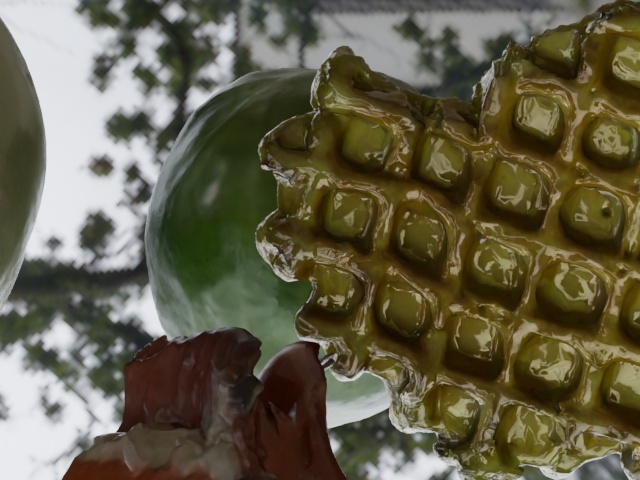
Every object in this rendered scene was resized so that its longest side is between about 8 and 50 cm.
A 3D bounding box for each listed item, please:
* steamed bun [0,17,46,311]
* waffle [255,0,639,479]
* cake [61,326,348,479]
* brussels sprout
[{"bbox_3d":[-0.290,-0.001,0.866,0.312,0.334,0.233,16,150,49],"label":"steamed bun"},{"bbox_3d":[0.106,-0.009,0.734,0.249,0.253,0.056,49,-162,-1],"label":"waffle"},{"bbox_3d":[-0.069,0.155,0.545,0.098,0.287,0.135,34,167,-28],"label":"cake"},{"bbox_3d":[0.000,0.000,0.997,0.244,0.244,0.244,38,-160,-16],"label":"brussels sprout"}]
